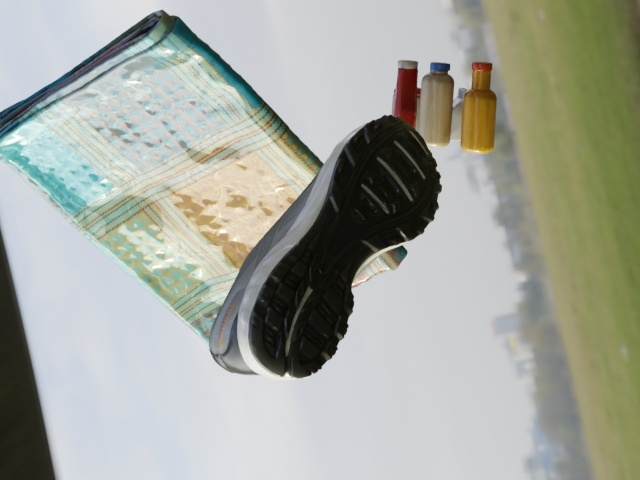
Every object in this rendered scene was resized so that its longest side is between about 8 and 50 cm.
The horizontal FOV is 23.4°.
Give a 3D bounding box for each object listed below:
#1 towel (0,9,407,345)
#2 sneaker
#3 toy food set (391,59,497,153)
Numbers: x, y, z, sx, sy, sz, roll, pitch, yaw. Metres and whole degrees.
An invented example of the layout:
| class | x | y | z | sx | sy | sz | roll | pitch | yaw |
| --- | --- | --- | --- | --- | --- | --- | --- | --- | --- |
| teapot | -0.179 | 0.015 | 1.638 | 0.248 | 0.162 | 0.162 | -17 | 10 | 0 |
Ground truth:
| class | x | y | z | sx | sy | sz | roll | pitch | yaw |
| --- | --- | --- | --- | --- | --- | --- | --- | --- | --- |
| towel | -0.126 | -0.044 | 1.559 | 0.370 | 0.271 | 0.040 | 45 | -146 | -27 |
| sneaker | 0.000 | 0.000 | 1.221 | 0.100 | 0.108 | 0.271 | 49 | -123 | -18 |
| toy food set | 0.144 | -0.175 | 1.882 | 0.232 | 0.111 | 0.105 | -115 | 27 | -77 |
